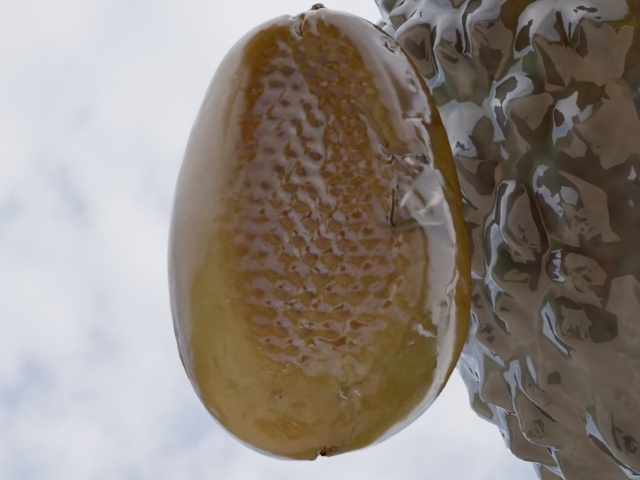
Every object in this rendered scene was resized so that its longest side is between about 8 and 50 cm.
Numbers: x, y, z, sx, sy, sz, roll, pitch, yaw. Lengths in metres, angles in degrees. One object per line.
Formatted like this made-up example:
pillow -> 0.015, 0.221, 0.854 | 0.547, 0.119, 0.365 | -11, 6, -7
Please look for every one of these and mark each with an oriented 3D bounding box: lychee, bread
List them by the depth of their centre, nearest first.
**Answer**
bread -> 0.000, 0.000, 0.662 | 0.114, 0.189, 0.077 | -4, -31, 7
lychee -> 0.213, -0.045, 0.854 | 0.380, 0.380, 0.432 | -37, -97, 32
